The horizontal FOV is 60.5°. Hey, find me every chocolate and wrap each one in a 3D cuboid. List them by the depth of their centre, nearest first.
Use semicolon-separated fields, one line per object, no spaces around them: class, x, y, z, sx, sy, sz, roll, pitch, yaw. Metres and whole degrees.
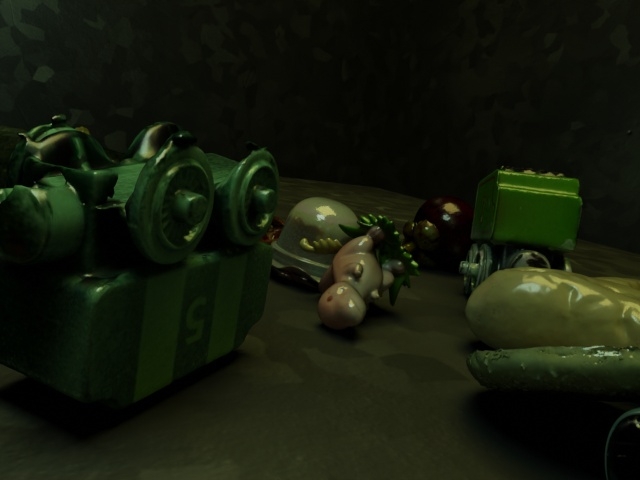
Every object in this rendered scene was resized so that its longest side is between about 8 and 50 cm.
chocolate;-0.005;-0.003;0.982;0.221;0.147;0.221;10;14;-3

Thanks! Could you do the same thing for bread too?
bread;0.278;0.135;0.536;0.266;0.041;0.267;3;-17;1

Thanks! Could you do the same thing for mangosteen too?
mangosteen;0.270;-0.011;1.266;0.199;0.200;0.200;10;10;-2

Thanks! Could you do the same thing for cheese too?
cheese;0.402;0.127;0.697;0.350;0.130;0.328;6;10;-23

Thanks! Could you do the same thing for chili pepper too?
chili pepper;-0.159;-0.036;1.256;0.088;0.065;0.168;2;10;-42

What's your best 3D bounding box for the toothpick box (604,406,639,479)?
toothpick box;0.314;0.174;0.400;0.184;0.120;0.120;5;11;-7

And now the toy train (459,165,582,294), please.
toy train;0.354;-0.002;0.982;0.173;0.249;0.307;9;2;8

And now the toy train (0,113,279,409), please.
toy train;-0.150;0.012;0.503;0.166;0.238;0.299;15;14;23

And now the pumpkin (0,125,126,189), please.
pumpkin;-0.361;-0.062;0.789;0.300;0.207;0.300;16;3;-1

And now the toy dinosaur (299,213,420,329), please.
toy dinosaur;0.053;0.070;0.809;0.177;0.152;0.194;-38;25;-22
